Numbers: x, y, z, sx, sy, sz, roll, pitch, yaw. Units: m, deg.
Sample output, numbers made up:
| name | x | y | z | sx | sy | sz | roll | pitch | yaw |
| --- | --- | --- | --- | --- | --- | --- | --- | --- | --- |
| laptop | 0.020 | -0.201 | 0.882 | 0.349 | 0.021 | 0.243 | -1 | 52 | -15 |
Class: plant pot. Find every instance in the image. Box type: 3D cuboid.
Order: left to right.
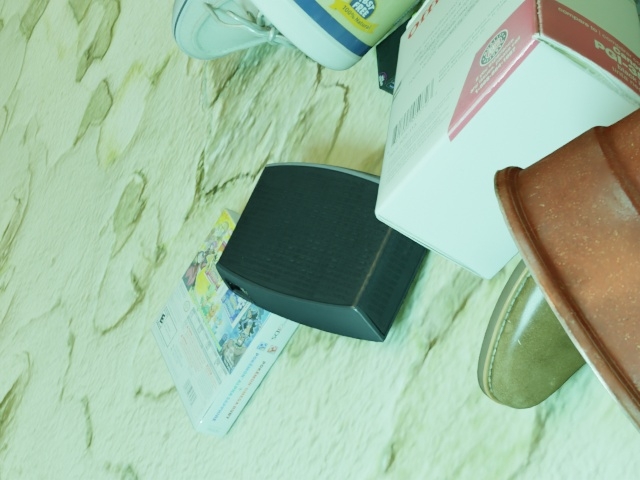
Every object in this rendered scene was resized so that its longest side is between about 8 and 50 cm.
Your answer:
| name | x | y | z | sx | sy | sz | roll | pitch | yaw |
| --- | --- | --- | --- | --- | --- | --- | --- | --- | --- |
| plant pot | 0.289 | -0.011 | 0.717 | 0.265 | 0.272 | 0.272 | -38 | 42 | 19 |

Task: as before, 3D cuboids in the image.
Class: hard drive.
| name | x | y | z | sx | sy | sz | roll | pitch | yaw |
| --- | --- | --- | --- | --- | --- | --- | --- | --- | --- |
| hard drive | 0.000 | 0.000 | 1.266 | 0.255 | 0.054 | 0.172 | 15 | 75 | 49 |

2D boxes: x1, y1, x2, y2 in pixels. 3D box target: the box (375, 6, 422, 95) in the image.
| name | x | y | z | sx | sy | sz | roll | pitch | yaw |
| --- | --- | --- | --- | --- | --- | --- | --- | --- | --- |
| box | 0.103 | -0.190 | 1.267 | 0.083 | 0.052 | 0.062 | -35 | 44 | 42 |

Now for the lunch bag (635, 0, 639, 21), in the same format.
| name | x | y | z | sx | sy | sz | roll | pitch | yaw |
| --- | --- | --- | --- | --- | --- | --- | --- | --- | --- |
| lunch bag | 0.274 | -0.154 | 1.003 | 0.071 | 0.053 | 0.083 | -64 | 23 | 4 |

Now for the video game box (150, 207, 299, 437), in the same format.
| name | x | y | z | sx | sy | sz | roll | pitch | yaw |
| --- | --- | --- | --- | --- | --- | --- | --- | --- | --- |
| video game box | -0.111 | 0.091 | 1.423 | 0.187 | 0.048 | 0.205 | -58 | 35 | 18 |

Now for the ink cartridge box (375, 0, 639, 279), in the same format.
| name | x | y | z | sx | sy | sz | roll | pitch | yaw |
| --- | --- | --- | --- | --- | --- | --- | --- | --- | --- |
| ink cartridge box | 0.157 | -0.141 | 1.019 | 0.207 | 0.117 | 0.283 | -50 | 18 | 36 |

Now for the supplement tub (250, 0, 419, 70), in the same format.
| name | x | y | z | sx | sy | sz | roll | pitch | yaw |
| --- | --- | --- | --- | --- | --- | --- | --- | --- | --- |
| supplement tub | 0.056 | -0.352 | 1.234 | 0.316 | 0.228 | 0.228 | -43 | 39 | 14 |

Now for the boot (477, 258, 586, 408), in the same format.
| name | x | y | z | sx | sy | sz | roll | pitch | yaw |
| --- | --- | --- | --- | --- | --- | --- | --- | --- | --- |
| boot | 0.235 | 0.030 | 0.919 | 0.305 | 0.112 | 0.115 | -52 | 47 | 20 |

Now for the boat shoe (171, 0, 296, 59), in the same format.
| name | x | y | z | sx | sy | sz | roll | pitch | yaw |
| --- | --- | --- | --- | --- | --- | --- | --- | --- | --- |
| boat shoe | -0.041 | -0.287 | 1.473 | 0.367 | 0.136 | 0.156 | -28 | 53 | 32 |
